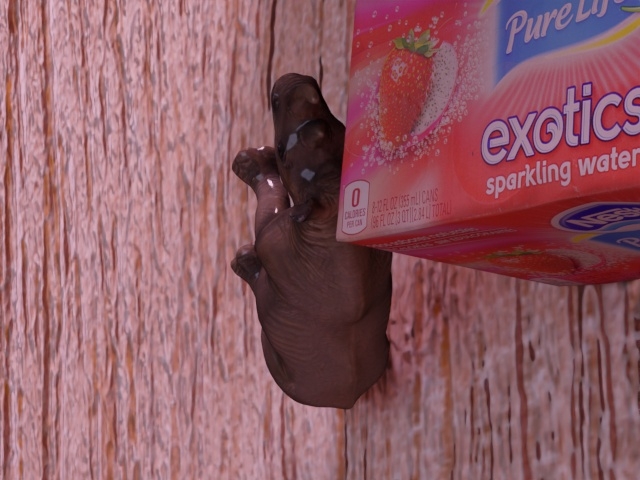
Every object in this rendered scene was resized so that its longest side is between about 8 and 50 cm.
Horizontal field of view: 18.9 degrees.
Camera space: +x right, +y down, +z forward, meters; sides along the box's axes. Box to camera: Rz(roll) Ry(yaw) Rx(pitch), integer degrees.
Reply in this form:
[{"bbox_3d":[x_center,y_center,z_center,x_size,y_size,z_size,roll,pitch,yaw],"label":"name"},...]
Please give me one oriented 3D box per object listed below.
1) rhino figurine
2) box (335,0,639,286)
[{"bbox_3d":[0.000,0.000,0.973,0.243,0.073,0.106,92,160,-56],"label":"rhino figurine"},{"bbox_3d":[0.153,-0.076,0.794,0.300,0.142,0.154,-9,73,53],"label":"box"}]
